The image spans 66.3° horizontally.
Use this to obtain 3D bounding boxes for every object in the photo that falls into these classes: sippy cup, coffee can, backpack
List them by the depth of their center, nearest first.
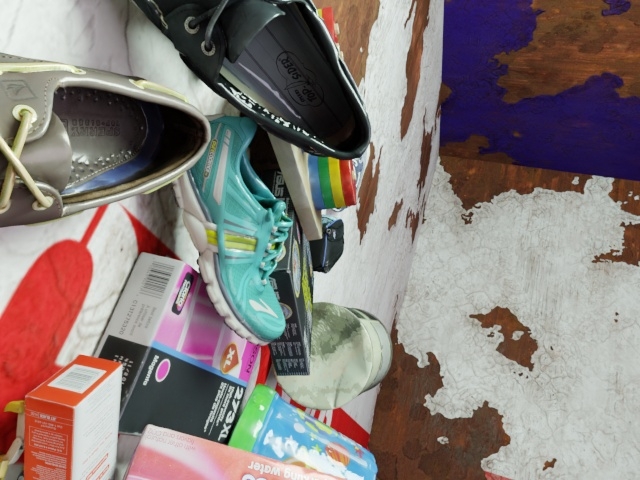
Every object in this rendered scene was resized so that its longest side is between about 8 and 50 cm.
[{"bbox_3d":[-0.040,0.374,0.759,0.305,0.223,0.240,-64,175,-66],"label":"sippy cup"},{"bbox_3d":[0.000,0.000,0.981,0.114,0.084,0.105,-37,135,-59],"label":"backpack"},{"bbox_3d":[0.037,0.240,1.049,0.275,0.201,0.202,34,68,-71],"label":"coffee can"}]

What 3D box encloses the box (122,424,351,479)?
[{"bbox_3d":[-0.063,0.314,0.486,0.142,0.299,0.154,123,-15,-47],"label":"box"}]

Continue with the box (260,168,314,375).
[{"bbox_3d":[-0.053,0.055,0.785,0.216,0.060,0.270,-89,174,-45],"label":"box"}]

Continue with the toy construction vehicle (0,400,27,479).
[{"bbox_3d":[-0.244,0.183,0.408,0.086,0.035,0.098,54,50,-67],"label":"toy construction vehicle"}]

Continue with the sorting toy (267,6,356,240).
[{"bbox_3d":[-0.001,-0.177,0.720,0.256,0.089,0.257,72,14,-54],"label":"sorting toy"}]

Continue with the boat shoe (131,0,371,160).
[{"bbox_3d":[-0.060,-0.183,0.435,0.127,0.113,0.340,-41,132,1],"label":"boat shoe"}]

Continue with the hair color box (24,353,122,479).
[{"bbox_3d":[-0.206,0.177,0.410,0.072,0.043,0.141,-60,160,-75],"label":"hair color box"}]

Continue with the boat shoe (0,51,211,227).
[{"bbox_3d":[-0.193,-0.063,0.314,0.324,0.096,0.117,-37,135,-65],"label":"boat shoe"}]

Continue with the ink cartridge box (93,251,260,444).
[{"bbox_3d":[-0.155,0.167,0.644,0.371,0.069,0.176,67,37,-64],"label":"ink cartridge box"}]

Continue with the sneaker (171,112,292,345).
[{"bbox_3d":[-0.083,-0.002,0.547,0.107,0.109,0.276,-96,172,-67],"label":"sneaker"}]

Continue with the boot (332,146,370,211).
[{"bbox_3d":[0.065,-0.158,1.112,0.086,0.069,0.190,-43,143,-66],"label":"boot"}]
